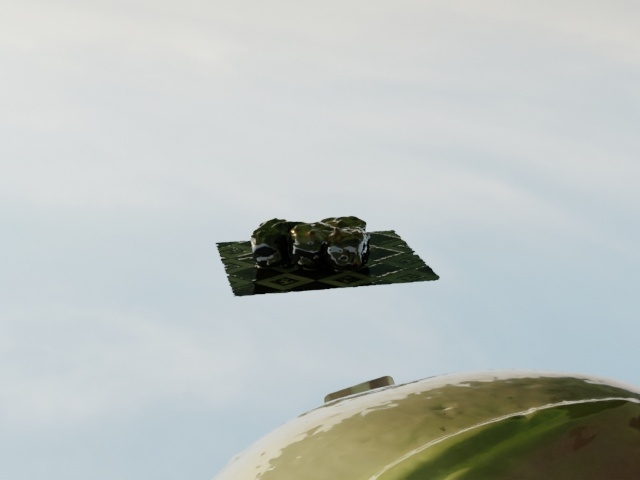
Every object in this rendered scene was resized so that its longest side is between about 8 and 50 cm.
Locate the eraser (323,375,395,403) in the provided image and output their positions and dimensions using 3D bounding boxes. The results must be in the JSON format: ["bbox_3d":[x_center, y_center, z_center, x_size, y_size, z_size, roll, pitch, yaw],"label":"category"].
[{"bbox_3d":[0.060,0.232,1.717,0.105,0.026,0.065,-19,-145,2],"label":"eraser"}]

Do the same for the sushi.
[{"bbox_3d":[0.000,0.000,1.350,0.220,0.047,0.231,-4,-165,-9],"label":"sushi"}]

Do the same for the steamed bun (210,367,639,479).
[{"bbox_3d":[0.093,0.181,0.435,0.309,0.309,0.309,8,-157,-3],"label":"steamed bun"}]
